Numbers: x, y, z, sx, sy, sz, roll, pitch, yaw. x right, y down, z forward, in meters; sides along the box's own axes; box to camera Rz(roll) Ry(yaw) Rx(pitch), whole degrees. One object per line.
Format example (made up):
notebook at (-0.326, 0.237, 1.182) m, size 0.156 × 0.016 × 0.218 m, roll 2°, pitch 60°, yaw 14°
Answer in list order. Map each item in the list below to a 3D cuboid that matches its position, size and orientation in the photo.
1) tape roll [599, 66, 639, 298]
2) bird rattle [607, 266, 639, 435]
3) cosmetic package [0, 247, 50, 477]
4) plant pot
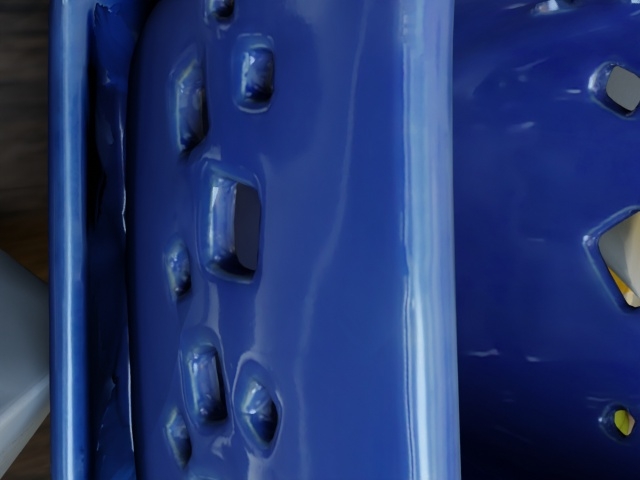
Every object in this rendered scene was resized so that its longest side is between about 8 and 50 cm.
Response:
tape roll at (0.242, -0.096, 0.800) m, size 0.286 × 0.100 × 0.286 m, roll -26°, pitch 146°, yaw -20°
bird rattle at (0.206, 0.081, 0.972) m, size 0.253 × 0.143 × 0.207 m, roll -10°, pitch 122°, yaw -44°
cosmetic package at (-0.238, 0.162, 0.459) m, size 0.284 × 0.097 × 0.377 m, roll -55°, pitch 177°, yaw 21°
plant pot at (0.039, 0.013, 0.506) m, size 0.236 × 0.212 × 0.236 m, roll -6°, pitch 100°, yaw -43°
